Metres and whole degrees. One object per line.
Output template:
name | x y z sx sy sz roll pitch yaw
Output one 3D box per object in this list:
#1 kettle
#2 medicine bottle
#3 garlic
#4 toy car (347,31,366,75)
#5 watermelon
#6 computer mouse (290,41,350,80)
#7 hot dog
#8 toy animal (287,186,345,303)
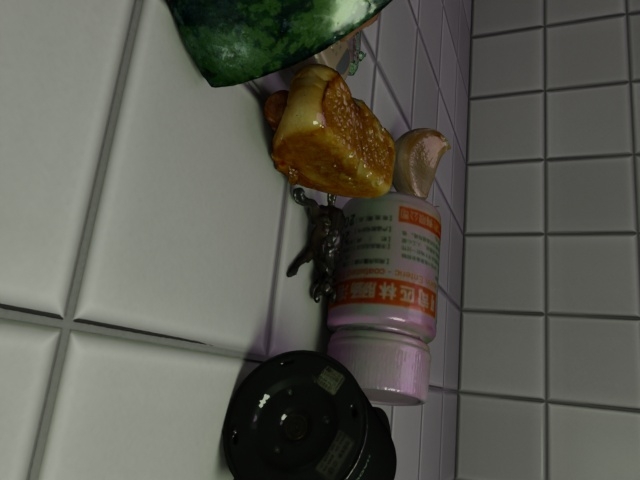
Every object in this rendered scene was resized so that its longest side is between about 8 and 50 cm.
kettle | 0.002 0.344 0.818 0.308 0.203 0.262 60 35 -54
medicine bottle | 0.124 0.116 1.068 0.219 0.219 0.389 49 46 -57
garlic | 0.268 -0.205 1.490 0.145 0.164 0.245 80 24 -65
toy car | 0.065 -0.427 1.154 0.069 0.055 0.142 -65 160 -43
watermelon | -0.042 -0.381 0.657 0.251 0.282 0.293 71 18 -47
computer mouse | -0.026 -0.359 0.894 0.237 0.081 0.145 58 38 -34
hot dog | 0.006 -0.165 0.883 0.256 0.153 0.151 35 62 -46
toy animal | 0.000 0.000 0.983 0.148 0.084 0.233 21 73 -79
